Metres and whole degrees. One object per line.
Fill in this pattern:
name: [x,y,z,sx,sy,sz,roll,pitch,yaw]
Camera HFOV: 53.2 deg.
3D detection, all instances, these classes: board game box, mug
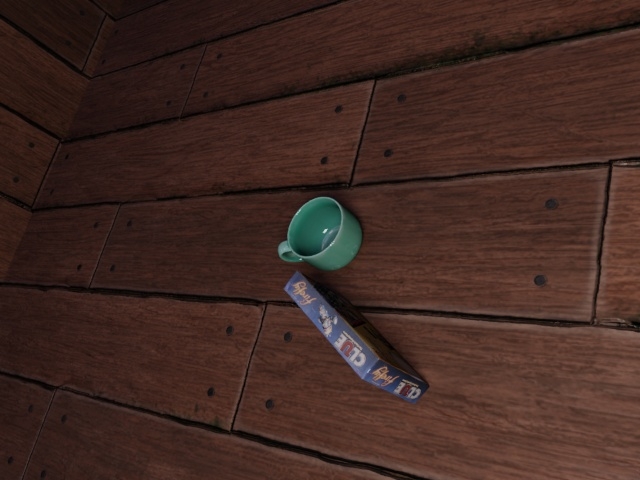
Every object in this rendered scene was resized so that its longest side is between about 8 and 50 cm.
board game box: [0.057,0.158,1.065,0.042,0.165,0.243,-50,45,5]
mug: [0.006,-0.008,1.247,0.157,0.097,0.130,7,71,42]
